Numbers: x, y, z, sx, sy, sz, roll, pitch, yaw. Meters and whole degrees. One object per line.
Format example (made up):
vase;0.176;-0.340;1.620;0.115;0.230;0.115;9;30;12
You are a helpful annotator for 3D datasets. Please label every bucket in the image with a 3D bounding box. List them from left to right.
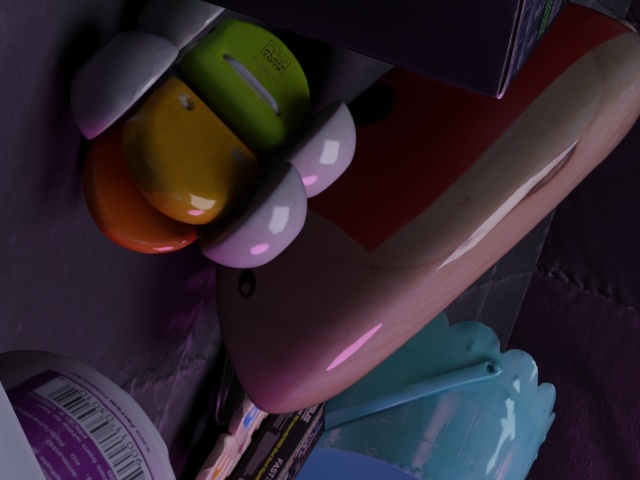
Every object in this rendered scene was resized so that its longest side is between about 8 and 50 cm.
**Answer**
bucket;0.096;0.212;1.813;0.281;0.281;0.183;90;23;-55

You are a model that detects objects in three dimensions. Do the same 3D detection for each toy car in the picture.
toy car;-0.080;-0.062;1.058;0.136;0.159;0.182;-35;-167;42

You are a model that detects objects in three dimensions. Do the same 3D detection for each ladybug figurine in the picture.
ladybug figurine;0.083;-0.051;1.355;0.449;0.162;0.305;-41;180;-23

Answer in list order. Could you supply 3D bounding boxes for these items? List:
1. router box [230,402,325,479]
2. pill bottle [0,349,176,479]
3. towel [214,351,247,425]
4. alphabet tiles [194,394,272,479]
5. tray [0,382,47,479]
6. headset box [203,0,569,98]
router box;-0.041;0.201;1.578;0.122;0.038;0.092;-57;169;-21
pill bottle;-0.199;0.167;0.827;0.301;0.169;0.169;-29;138;-68
towel;0.000;0.000;1.614;0.325;0.038;0.248;-47;154;-57
alphabet tiles;-0.061;0.180;1.592;0.284;0.021;0.278;-58;169;-14
tray;-0.193;0.045;0.689;0.270;0.030;0.145;66;26;-7
headset box;0.048;-0.226;1.035;0.283;0.246;0.131;-53;158;-50
